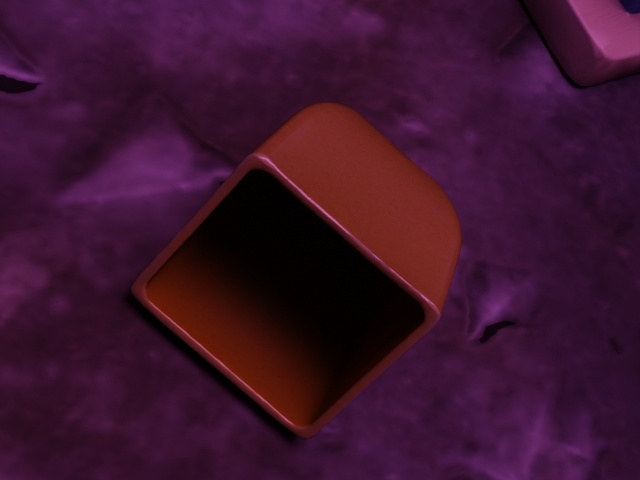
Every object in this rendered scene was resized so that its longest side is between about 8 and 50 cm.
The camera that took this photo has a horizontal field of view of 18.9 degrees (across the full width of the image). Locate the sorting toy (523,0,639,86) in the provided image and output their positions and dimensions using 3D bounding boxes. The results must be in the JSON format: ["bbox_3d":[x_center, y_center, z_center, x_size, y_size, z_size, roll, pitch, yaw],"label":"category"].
[{"bbox_3d":[0.166,-0.223,0.897,0.257,0.089,0.255,-18,73,-39],"label":"sorting toy"}]

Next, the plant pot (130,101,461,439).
[{"bbox_3d":[0.000,0.000,0.665,0.081,0.081,0.083,40,37,-6],"label":"plant pot"}]
